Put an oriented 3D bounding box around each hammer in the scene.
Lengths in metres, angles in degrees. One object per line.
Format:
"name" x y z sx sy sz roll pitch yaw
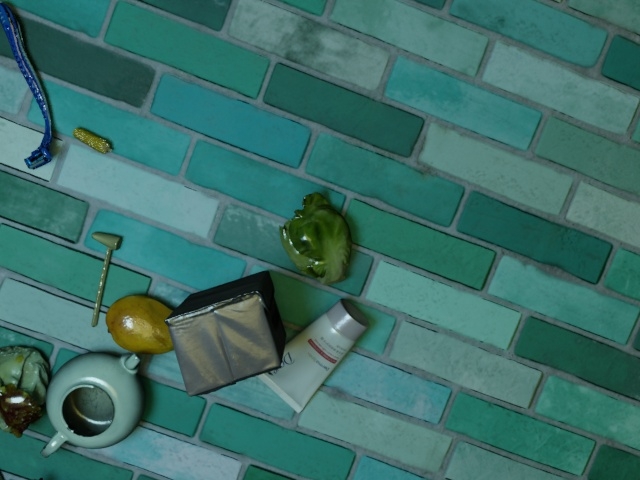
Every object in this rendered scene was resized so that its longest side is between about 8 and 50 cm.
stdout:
"hammer" -0.452 0.081 1.493 0.060 0.028 0.195 14 96 2

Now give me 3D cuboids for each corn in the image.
"corn" -0.451 -0.197 1.464 0.083 0.028 0.027 28 73 -4

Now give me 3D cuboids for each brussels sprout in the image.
"brussels sprout" 0.001 0.001 1.471 0.139 0.100 0.181 -26 85 -19

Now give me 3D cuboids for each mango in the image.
"mango" -0.348 0.174 1.476 0.165 0.089 0.115 31 84 -8

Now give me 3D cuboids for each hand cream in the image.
"hand cream" -0.016 0.227 1.503 0.133 0.083 0.248 41 102 -3

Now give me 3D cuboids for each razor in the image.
"razor" -0.571 -0.305 1.443 0.056 0.093 0.324 -15 93 -41

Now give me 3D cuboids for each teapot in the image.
"teapot" -0.447 0.320 1.461 0.193 0.129 0.294 43 93 -5

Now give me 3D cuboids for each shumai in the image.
"shumai" -0.632 0.304 1.448 0.184 0.142 0.184 -1 95 -6

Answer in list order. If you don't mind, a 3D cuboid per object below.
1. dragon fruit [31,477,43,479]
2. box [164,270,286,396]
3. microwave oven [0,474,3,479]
"dragon fruit" -0.457 0.654 1.457 0.344 0.100 0.282 20 87 -17
"box" -0.168 0.167 1.396 0.188 0.252 0.153 -17 97 -1
"microwave oven" -0.754 0.573 1.446 0.241 0.194 0.145 -22 94 2
